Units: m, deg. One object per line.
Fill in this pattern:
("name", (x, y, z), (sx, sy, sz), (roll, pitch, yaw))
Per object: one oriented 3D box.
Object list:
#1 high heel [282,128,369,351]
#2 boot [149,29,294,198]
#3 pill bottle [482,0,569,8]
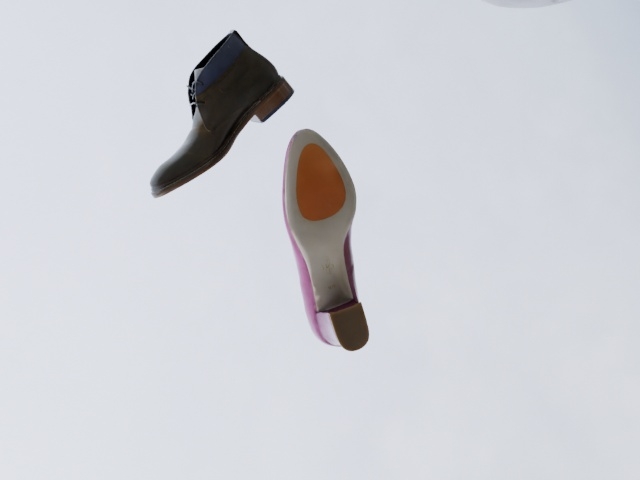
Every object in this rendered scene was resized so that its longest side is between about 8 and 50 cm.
("high heel", (0.000, 0.000, 1.001), (0.117, 0.082, 0.244), (-167, 58, -75))
("boot", (-0.143, -0.152, 1.092), (0.219, 0.082, 0.106), (-44, -70, -16))
("pill bottle", (0.196, -0.334, 0.846), (0.119, 0.119, 0.209), (8, -99, -53))
